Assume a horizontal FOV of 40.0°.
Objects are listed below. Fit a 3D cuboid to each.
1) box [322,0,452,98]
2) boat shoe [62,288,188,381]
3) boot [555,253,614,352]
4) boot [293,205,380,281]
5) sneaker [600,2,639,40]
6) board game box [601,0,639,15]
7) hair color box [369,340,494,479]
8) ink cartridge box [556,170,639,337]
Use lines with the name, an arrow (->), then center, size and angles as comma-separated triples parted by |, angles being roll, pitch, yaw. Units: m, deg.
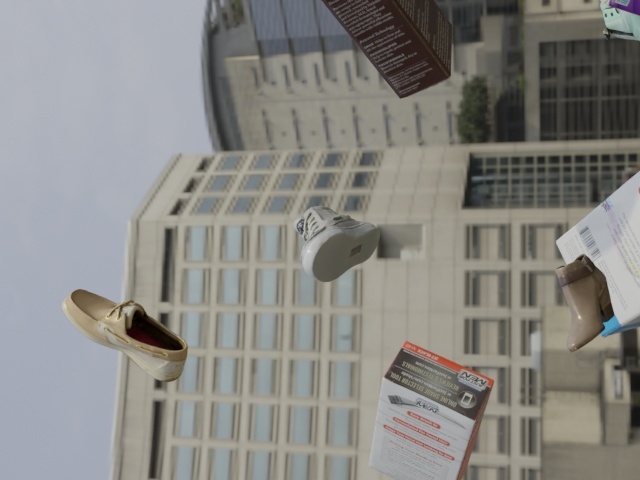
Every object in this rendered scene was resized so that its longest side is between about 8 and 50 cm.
box -> 0.130, -0.504, 1.864 | 0.381, 0.143, 0.191 | 46, -142, -36
boat shoe -> -0.232, 0.102, 1.064 | 0.059, 0.170, 0.063 | -60, -2, 34
boot -> 0.304, 0.070, 1.039 | 0.118, 0.042, 0.087 | -30, -89, -46
boot -> 0.000, 0.000, 1.543 | 0.258, 0.123, 0.095 | -12, -57, -64
sneaker -> 0.564, -0.468, 1.637 | 0.094, 0.151, 0.256 | -44, -56, -13
board game box -> 0.575, -0.389, 1.324 | 0.144, 0.275, 0.142 | -78, 5, -65
hair color box -> 0.104, 0.180, 0.853 | 0.053, 0.093, 0.167 | -54, -21, -36
ink cartridge box -> 0.502, 0.009, 1.284 | 0.171, 0.168, 0.232 | 70, 154, 19
